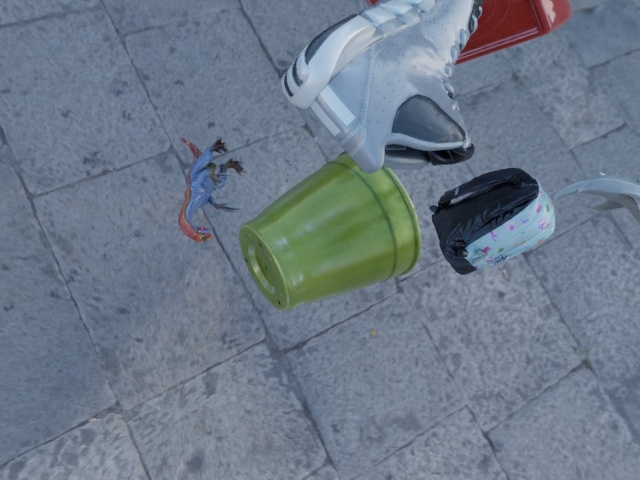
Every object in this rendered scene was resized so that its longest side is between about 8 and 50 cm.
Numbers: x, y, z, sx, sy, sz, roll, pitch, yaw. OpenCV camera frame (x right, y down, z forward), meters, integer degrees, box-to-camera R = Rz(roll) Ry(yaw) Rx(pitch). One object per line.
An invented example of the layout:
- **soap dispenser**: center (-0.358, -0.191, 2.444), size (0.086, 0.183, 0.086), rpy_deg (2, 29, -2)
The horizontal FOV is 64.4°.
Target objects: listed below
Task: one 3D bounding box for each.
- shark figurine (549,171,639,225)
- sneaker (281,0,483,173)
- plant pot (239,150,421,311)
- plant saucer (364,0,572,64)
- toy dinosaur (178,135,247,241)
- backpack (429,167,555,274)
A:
- **shark figurine**: center (0.582, -0.081, 1.016), size (0.278, 0.166, 0.116), rpy_deg (6, 34, -1)
- **sneaker**: center (0.086, -0.127, 0.393), size (0.228, 0.086, 0.132), rpy_deg (-41, 97, -23)
- **plant pot**: center (0.000, 0.000, 1.291), size (0.353, 0.366, 0.366), rpy_deg (-27, 81, -25)
- **plant saucer**: center (0.193, -0.344, 0.721), size (0.258, 0.259, 0.048), rpy_deg (36, 55, -46)
- **toy dinosaur**: center (-0.089, -0.036, 0.386), size (0.090, 0.047, 0.082), rpy_deg (10, 52, 35)
- **backpack**: center (0.288, -0.034, 0.843), size (0.115, 0.182, 0.152), rpy_deg (41, 27, -35)
